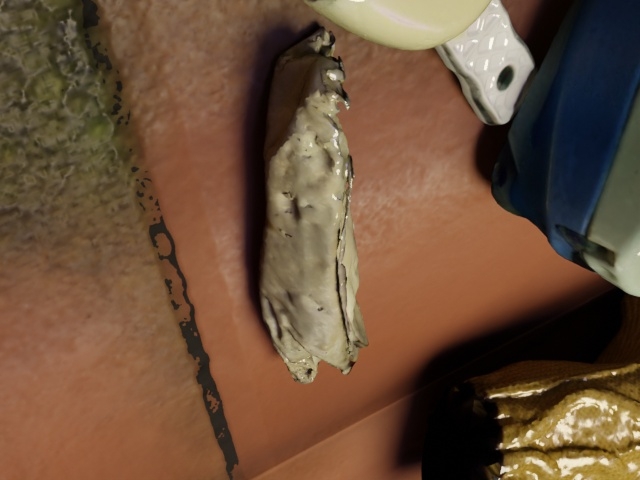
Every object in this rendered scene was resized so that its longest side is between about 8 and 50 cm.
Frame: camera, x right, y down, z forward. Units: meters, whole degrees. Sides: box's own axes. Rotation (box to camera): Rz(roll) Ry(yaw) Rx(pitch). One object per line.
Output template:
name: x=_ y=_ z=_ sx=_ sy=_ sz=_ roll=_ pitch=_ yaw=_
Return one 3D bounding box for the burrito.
burrito: x=-0.002 y=-0.001 z=0.526 sx=0.058 sy=0.063 sz=0.229 roll=-41 pitch=143 yaw=-44

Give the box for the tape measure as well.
tape measure: x=0.266 y=-0.087 z=0.578 sx=0.259 sy=0.138 sz=0.262 roll=-4 pitch=124 yaw=-40

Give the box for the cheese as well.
cheese: x=0.066 y=-0.131 z=0.480 sx=0.127 sy=0.050 sz=0.235 roll=-52 pitch=145 yaw=0

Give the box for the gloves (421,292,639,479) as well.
gloves: x=0.242 y=0.154 z=0.750 sx=0.356 sy=0.155 sz=0.203 roll=-14 pitch=134 yaw=-30
